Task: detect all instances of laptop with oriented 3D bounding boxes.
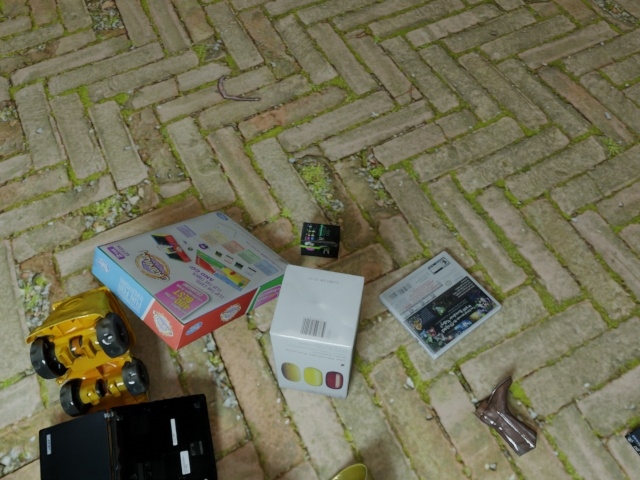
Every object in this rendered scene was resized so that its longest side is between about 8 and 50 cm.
[{"bbox_3d":[-0.324,0.408,0.949,0.264,0.136,0.234,-1,66,-31],"label":"laptop"}]

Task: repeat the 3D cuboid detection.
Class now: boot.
[{"bbox_3d":[0.358,0.321,1.020,0.114,0.037,0.106,39,77,26],"label":"boot"}]

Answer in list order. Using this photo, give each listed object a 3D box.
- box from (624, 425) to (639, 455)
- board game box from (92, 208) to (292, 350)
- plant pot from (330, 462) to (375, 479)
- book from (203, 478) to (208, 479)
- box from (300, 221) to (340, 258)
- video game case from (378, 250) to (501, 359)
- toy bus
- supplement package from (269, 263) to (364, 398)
[{"bbox_3d":[0.603,0.371,0.999,0.067,0.018,0.083,-23,59,-14],"label":"box"},{"bbox_3d":[-0.235,0.058,1.091,0.242,0.064,0.316,36,33,22],"label":"board game box"},{"bbox_3d":[0.054,0.444,0.896,0.134,0.134,0.095,-41,92,-24],"label":"plant pot"},{"bbox_3d":[-0.133,0.429,0.888,0.144,0.096,0.035,31,59,-4],"label":"book"},{"bbox_3d":[0.000,0.000,1.220,0.083,0.062,0.052,5,57,4],"label":"box"},{"bbox_3d":[0.248,0.129,1.160,0.190,0.022,0.173,-31,61,-20],"label":"video game case"},{"bbox_3d":[-0.411,0.193,1.038,0.149,0.220,0.211,-20,25,-2],"label":"toy bus"},{"bbox_3d":[-0.003,0.171,0.996,0.139,0.244,0.134,9,56,7],"label":"supplement package"}]
